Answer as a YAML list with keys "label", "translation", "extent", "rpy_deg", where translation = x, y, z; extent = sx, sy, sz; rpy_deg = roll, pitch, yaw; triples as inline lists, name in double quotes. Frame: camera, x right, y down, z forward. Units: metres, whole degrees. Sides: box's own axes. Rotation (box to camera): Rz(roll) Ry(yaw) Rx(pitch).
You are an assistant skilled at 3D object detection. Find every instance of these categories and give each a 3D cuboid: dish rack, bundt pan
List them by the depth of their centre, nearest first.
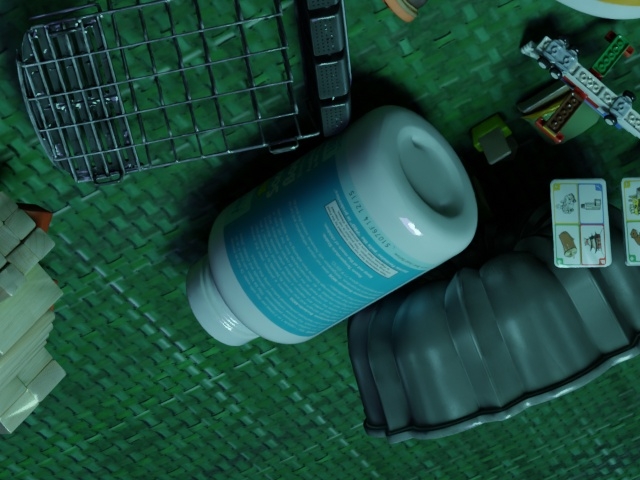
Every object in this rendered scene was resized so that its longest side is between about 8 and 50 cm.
- label: "dish rack"
  translation: [-0.106, -0.145, 1.272]
  extent: [0.271, 0.074, 0.208]
  rpy_deg: [-12, 140, -4]
- label: "bundt pan"
  translation: [0.166, 0.058, 1.463]
  extent: [0.331, 0.331, 0.124]
  rpy_deg: [-23, 97, 7]

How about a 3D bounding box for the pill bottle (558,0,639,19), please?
- label: "pill bottle"
  translation: [0.244, -0.309, 1.141]
  extent: [0.152, 0.152, 0.272]
  rpy_deg: [0, 138, -20]

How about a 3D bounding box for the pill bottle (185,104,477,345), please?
- label: "pill bottle"
  translation: [0.000, 0.000, 1.404]
  extent: [0.264, 0.146, 0.146]
  rpy_deg: [-32, 140, 31]

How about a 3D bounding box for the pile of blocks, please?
- label: "pile of blocks"
  translation: [-0.300, 0.045, 1.416]
  extent: [0.112, 0.149, 0.362]
  rpy_deg: [-49, 166, -32]

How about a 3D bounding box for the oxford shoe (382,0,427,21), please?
- label: "oxford shoe"
  translation: [0.052, -0.272, 1.161]
  extent: [0.098, 0.097, 0.271]
  rpy_deg: [-26, 141, 1]

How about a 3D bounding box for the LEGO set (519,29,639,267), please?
- label: "LEGO set"
  translation: [0.277, -0.096, 1.370]
  extent: [0.182, 0.244, 0.060]
  rpy_deg: [-2, 172, -9]

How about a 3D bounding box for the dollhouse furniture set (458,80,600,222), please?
- label: "dollhouse furniture set"
  translation: [0.194, -0.084, 1.461]
  extent: [0.152, 0.058, 0.076]
  rpy_deg: [-31, 139, 16]
